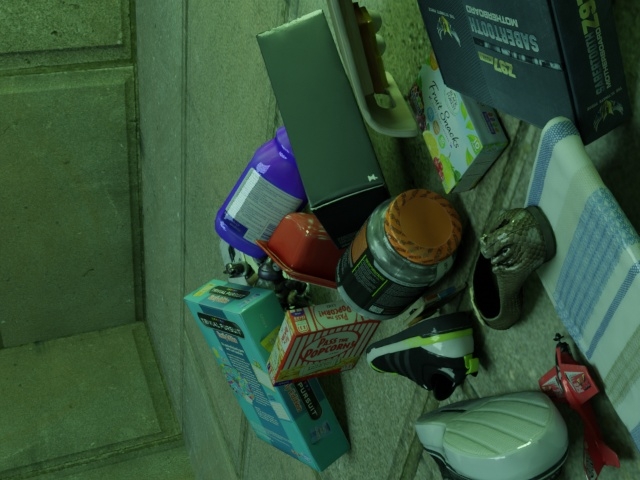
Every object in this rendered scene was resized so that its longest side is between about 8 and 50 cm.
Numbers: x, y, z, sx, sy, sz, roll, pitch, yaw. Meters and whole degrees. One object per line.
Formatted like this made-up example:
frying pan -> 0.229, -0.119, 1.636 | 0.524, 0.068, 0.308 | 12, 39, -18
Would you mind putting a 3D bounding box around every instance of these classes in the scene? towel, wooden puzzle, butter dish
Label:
towel -> 0.247, 0.056, 0.660 | 0.209, 0.034, 0.285 | 76, 173, -60
wooden puzzle -> 0.138, 0.077, 0.983 | 0.014, 0.078, 0.116 | 59, 147, 14
butter dish -> 0.000, 0.000, 1.249 | 0.160, 0.160, 0.118 | 40, 113, 60

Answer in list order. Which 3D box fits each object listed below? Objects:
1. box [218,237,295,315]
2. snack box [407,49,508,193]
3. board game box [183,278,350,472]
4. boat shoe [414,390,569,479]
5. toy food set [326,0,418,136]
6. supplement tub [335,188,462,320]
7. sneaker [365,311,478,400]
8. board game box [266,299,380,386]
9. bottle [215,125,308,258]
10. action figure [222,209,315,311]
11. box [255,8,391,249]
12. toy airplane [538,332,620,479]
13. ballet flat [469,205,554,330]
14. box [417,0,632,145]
box -> -0.126, 0.096, 1.662 | 0.169, 0.087, 0.290 | 125, 131, -62
snack box -> 0.151, -0.138, 0.900 | 0.100, 0.037, 0.141 | 119, 137, -58
board game box -> -0.102, 0.242, 1.483 | 0.254, 0.079, 0.336 | 4, 123, 59
boat shoe -> 0.194, 0.238, 0.863 | 0.335, 0.121, 0.119 | 113, 132, -81
toy food set -> 0.051, -0.289, 0.903 | 0.219, 0.092, 0.306 | -99, -8, -59
supplement tub -> 0.097, 0.019, 1.001 | 0.190, 0.117, 0.117 | 124, 132, -61
sneaker -> 0.129, 0.163, 1.031 | 0.234, 0.084, 0.097 | 134, 122, -65
board game box -> 0.002, 0.161, 1.273 | 0.193, 0.147, 0.045 | 110, 144, -54
bottle -> -0.064, -0.100, 1.290 | 0.283, 0.118, 0.092 | -54, 7, 31
action figure -> -0.095, 0.038, 1.474 | 0.099, 0.185, 0.285 | -45, -40, -59
box -> 0.014, -0.142, 1.071 | 0.184, 0.103, 0.261 | 61, -169, -70
toy airplane -> 0.253, 0.162, 0.774 | 0.151, 0.028, 0.151 | 168, 90, -86
ballet flat -> 0.177, 0.037, 0.810 | 0.250, 0.058, 0.084 | 86, 162, -70
box -> 0.165, -0.203, 0.717 | 0.232, 0.059, 0.183 | 46, 165, 56
